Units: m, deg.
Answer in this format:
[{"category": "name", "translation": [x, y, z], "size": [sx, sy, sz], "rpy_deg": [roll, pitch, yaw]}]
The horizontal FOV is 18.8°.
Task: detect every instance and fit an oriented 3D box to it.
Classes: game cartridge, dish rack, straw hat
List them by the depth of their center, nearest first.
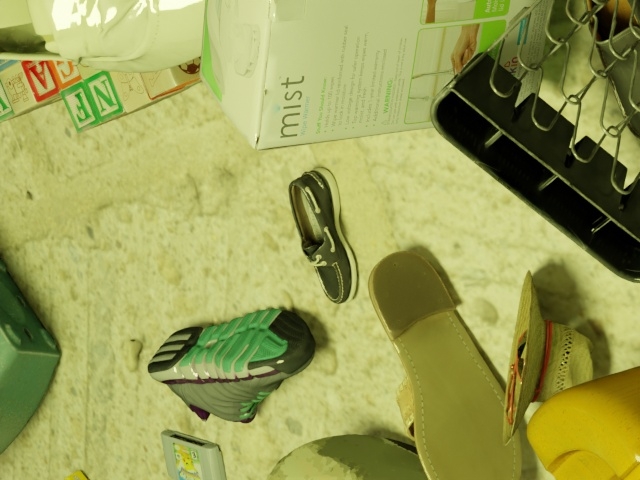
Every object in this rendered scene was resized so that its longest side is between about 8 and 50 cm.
[{"category": "dish rack", "translation": [0.229, -0.113, 1.299], "size": [0.208, 0.074, 0.271], "rpy_deg": [37, 134, -10]}, {"category": "straw hat", "translation": [0.184, 0.097, 1.521], "size": [0.061, 0.144, 0.144], "rpy_deg": [8, 123, 2]}, {"category": "game cartridge", "translation": [-0.130, 0.227, 1.970], "size": [0.083, 0.017, 0.056], "rpy_deg": [10, 120, 45]}]

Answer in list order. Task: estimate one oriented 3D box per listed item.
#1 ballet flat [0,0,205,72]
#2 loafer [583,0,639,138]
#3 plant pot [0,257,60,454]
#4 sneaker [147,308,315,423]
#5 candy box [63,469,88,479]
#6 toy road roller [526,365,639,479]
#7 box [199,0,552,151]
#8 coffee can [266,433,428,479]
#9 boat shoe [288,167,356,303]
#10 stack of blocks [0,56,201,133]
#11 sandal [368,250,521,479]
[{"category": "ballet flat", "translation": [-0.222, -0.198, 1.627], "size": [0.400, 0.139, 0.139], "rpy_deg": [2, 111, 45]}, {"category": "loafer", "translation": [0.213, -0.148, 1.370], "size": [0.062, 0.061, 0.170], "rpy_deg": [-4, 107, 46]}, {"category": "plant pot", "translation": [-0.429, 0.132, 2.049], "size": [0.252, 0.248, 0.247], "rpy_deg": [-36, 78, 7]}, {"category": "sneaker", "translation": [-0.064, 0.126, 1.819], "size": [0.223, 0.083, 0.098], "rpy_deg": [-7, 127, 51]}, {"category": "candy box", "translation": [-0.277, 0.356, 2.185], "size": [0.105, 0.027, 0.206], "rpy_deg": [46, 137, 16]}, {"category": "toy road roller", "translation": [0.284, 0.167, 1.354], "size": [0.241, 0.202, 0.329], "rpy_deg": [60, 143, 23]}, {"category": "box", "translation": [0.046, -0.212, 1.367], "size": [0.127, 0.231, 0.262], "rpy_deg": [-126, 34, -49]}, {"category": "coffee can", "translation": [0.024, 0.340, 1.714], "size": [0.201, 0.201, 0.275], "rpy_deg": [37, 133, 29]}, {"category": "boat shoe", "translation": [0.000, 0.000, 1.695], "size": [0.046, 0.038, 0.125], "rpy_deg": [9, 115, 45]}, {"category": "stack of blocks", "translation": [-0.215, -0.194, 1.792], "size": [0.297, 0.087, 0.171], "rpy_deg": [-17, 96, 50]}, {"category": "sandal", "translation": [0.102, 0.126, 1.639], "size": [0.079, 0.088, 0.240], "rpy_deg": [123, 127, -80]}]
